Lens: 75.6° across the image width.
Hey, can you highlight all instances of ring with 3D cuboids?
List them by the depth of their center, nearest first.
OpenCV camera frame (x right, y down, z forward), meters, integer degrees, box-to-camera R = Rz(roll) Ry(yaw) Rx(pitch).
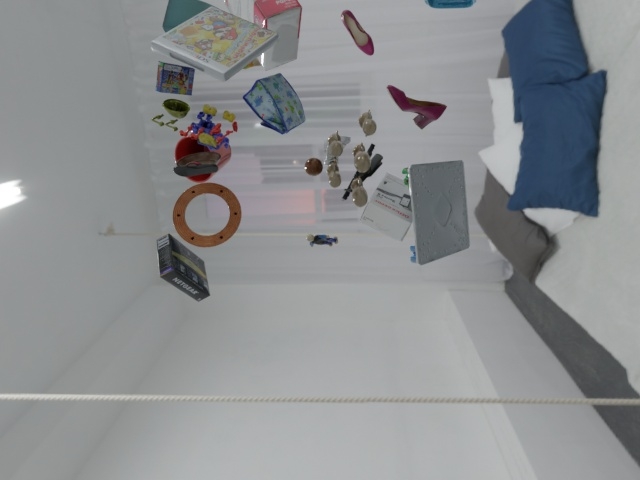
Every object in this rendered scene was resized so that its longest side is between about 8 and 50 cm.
[{"bbox_3d":[-0.562,-0.127,2.055,0.032,0.338,0.335,104,166,-77],"label":"ring"}]

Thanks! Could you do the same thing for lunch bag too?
[{"bbox_3d":[-0.118,-0.374,1.151,0.151,0.096,0.128,49,-140,-8],"label":"lunch bag"}]

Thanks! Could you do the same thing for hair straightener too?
[{"bbox_3d":[0.176,-0.282,1.698,0.230,0.047,0.089,-43,-21,-17],"label":"hair straightener"}]

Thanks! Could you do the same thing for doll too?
[{"bbox_3d":[0.000,0.000,2.021,0.189,0.129,0.046,10,-120,-50],"label":"doll"}]

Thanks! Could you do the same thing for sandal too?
[{"bbox_3d":[-0.516,-0.300,1.708,0.067,0.180,0.040,123,135,-62],"label":"sandal"}]

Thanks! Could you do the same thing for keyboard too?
[{"bbox_3d":[0.194,-0.344,2.077,0.316,0.033,0.201,-63,1,0],"label":"keyboard"}]

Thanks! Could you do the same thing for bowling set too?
[{"bbox_3d":[0.056,-0.251,1.233,0.154,0.200,0.286,-91,8,-61],"label":"bowling set"}]

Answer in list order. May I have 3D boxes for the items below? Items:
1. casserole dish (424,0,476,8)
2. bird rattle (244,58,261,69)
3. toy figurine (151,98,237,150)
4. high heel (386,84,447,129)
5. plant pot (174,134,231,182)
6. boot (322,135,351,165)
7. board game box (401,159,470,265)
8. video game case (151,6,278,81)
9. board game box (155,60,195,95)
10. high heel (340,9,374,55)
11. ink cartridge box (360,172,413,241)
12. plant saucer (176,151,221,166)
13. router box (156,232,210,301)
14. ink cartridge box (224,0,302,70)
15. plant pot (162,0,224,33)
[{"bbox_3d":[0.485,-0.909,1.539,0.114,0.189,0.036,-1,-78,-67],"label":"casserole dish"},{"bbox_3d":[-0.233,-0.793,1.777,0.206,0.254,0.142,-101,9,-48],"label":"bird rattle"},{"bbox_3d":[-0.548,-0.478,1.877,0.217,0.363,0.191,94,-163,-62],"label":"toy figurine"},{"bbox_3d":[0.513,-0.757,2.206,0.378,0.181,0.127,24,-144,-43],"label":"high heel"},{"bbox_3d":[-0.666,-0.502,2.419,0.243,0.275,0.274,-48,-39,-57],"label":"plant pot"},{"bbox_3d":[0.067,-0.377,1.766,0.258,0.095,0.123,-138,52,-79],"label":"boot"},{"bbox_3d":[0.484,-0.125,1.704,0.390,0.050,0.389,-13,-81,-40],"label":"board game box"},{"bbox_3d":[-0.247,-0.479,0.992,0.227,0.207,0.026,-54,-14,-34],"label":"video game case"},{"bbox_3d":[-0.696,-0.777,1.987,0.201,0.035,0.136,-25,-45,-59],"label":"board game box"},{"bbox_3d":[0.184,-1.011,2.017,0.244,0.082,0.117,57,-154,-20],"label":"high heel"},{"bbox_3d":[0.313,-0.148,1.764,0.272,0.199,0.114,-56,-9,-46],"label":"ink cartridge box"},{"bbox_3d":[-0.540,-0.345,1.842,0.198,0.199,0.036,-84,-10,-57],"label":"plant saucer"},{"bbox_3d":[-0.698,0.143,2.110,0.308,0.081,0.242,54,-170,-51],"label":"router box"},{"bbox_3d":[-0.176,-0.681,1.192,0.282,0.117,0.207,60,166,11],"label":"ink cartridge box"},{"bbox_3d":[-0.529,-0.934,1.799,0.165,0.235,0.165,81,-163,-79],"label":"plant pot"}]
